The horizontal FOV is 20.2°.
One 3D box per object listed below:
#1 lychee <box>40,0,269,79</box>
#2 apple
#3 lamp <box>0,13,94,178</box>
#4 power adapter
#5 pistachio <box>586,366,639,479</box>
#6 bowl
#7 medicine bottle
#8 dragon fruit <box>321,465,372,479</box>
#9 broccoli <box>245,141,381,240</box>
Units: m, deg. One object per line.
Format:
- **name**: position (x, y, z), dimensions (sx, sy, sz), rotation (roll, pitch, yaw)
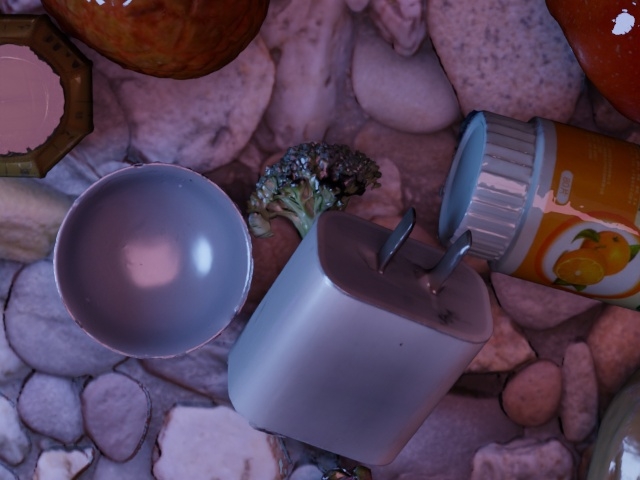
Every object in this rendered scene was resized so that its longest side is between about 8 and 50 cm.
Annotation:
- **lychee**: position (-0.138, -0.270, 1.626), dimensions (0.300, 0.255, 0.255), rotation (-2, 97, 31)
- **apple**: position (0.337, -0.229, 1.691), dimensions (0.216, 0.260, 0.260), rotation (-36, 99, 15)
- **lamp**: position (-0.282, -0.134, 1.652), dimensions (0.161, 0.185, 0.161), rotation (0, 96, -4)
- **power adapter**: position (0.049, 0.072, 1.679), dimensions (0.187, 0.124, 0.255), rotation (21, 125, -19)
- **pistachio**: position (0.351, 0.233, 1.777), dimensions (0.182, 0.162, 0.293), rotation (8, 95, -37)
- **bowl**: position (-0.160, 0.015, 1.730), dimensions (0.189, 0.086, 0.189), rotation (-1, 97, -6)
- **medicine bottle**: position (0.282, -0.019, 1.744), dimensions (0.318, 0.158, 0.158), rotation (15, 93, -8)
- **dragon fruit**: position (-0.014, 0.320, 1.728), dimensions (0.147, 0.211, 0.282), rotation (47, 62, -15)
- **broccoli**: position (0.002, 0.000, 1.748), dimensions (0.118, 0.122, 0.204), rotation (4, 117, 23)
